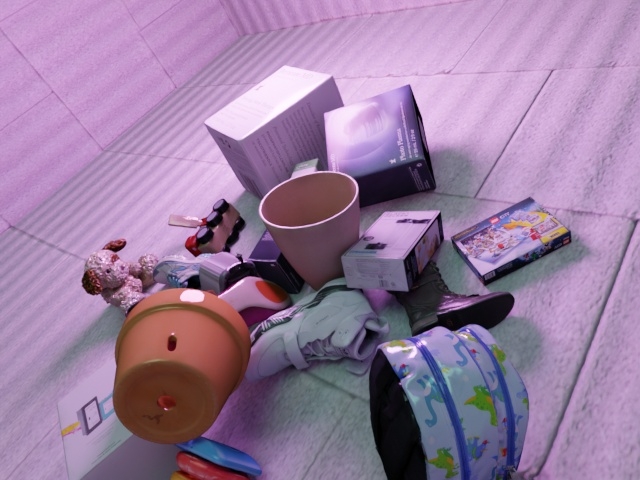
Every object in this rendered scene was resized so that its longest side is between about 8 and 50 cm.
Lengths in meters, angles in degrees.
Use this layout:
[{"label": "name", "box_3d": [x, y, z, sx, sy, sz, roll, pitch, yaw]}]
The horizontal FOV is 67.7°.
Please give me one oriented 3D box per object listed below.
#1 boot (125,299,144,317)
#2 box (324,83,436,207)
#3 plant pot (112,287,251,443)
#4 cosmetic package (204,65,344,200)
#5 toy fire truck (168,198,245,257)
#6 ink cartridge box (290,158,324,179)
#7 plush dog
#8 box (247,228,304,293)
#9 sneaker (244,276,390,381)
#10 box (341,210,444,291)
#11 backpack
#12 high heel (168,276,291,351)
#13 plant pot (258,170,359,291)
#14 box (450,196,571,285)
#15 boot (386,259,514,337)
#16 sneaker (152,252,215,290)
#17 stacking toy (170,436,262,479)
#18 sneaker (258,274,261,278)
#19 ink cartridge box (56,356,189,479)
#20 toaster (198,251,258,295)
[{"label": "boot", "box_3d": [-0.478, 0.257, 1.341, 0.338, 0.223, 0.118, -21, 40, 11]}, {"label": "box", "box_3d": [0.181, -0.285, 1.503, 0.294, 0.183, 0.296, -15, 60, 19]}, {"label": "plant pot", "box_3d": [-0.296, 0.273, 0.993, 0.291, 0.291, 0.203, -25, 21, 5]}, {"label": "cosmetic package", "box_3d": [-0.134, -0.374, 1.737, 0.393, 0.327, 0.329, -40, 40, -14]}, {"label": "toy fire truck", "box_3d": [-0.431, -0.032, 1.705, 0.246, 0.158, 0.217, -15, 40, 35]}, {"label": "ink cartridge box", "box_3d": [-0.036, -0.136, 1.554, 0.093, 0.154, 0.212, -10, 43, 22]}, {"label": "plush dog", "box_3d": [-0.698, 0.124, 1.617, 0.210, 0.225, 0.262, -13, 42, 19]}, {"label": "box", "box_3d": [-0.096, 0.030, 1.412, 0.108, 0.153, 0.207, 2, 48, 33]}, {"label": "sneaker", "box_3d": [-0.013, 0.246, 1.136, 0.366, 0.137, 0.210, -34, 36, -11]}, {"label": "box", "box_3d": [0.192, 0.017, 1.223, 0.169, 0.087, 0.290, 1, 25, 33]}, {"label": "backpack", "box_3d": [0.192, 0.297, 0.785, 0.273, 0.355, 0.290, -23, 38, 6]}, {"label": "high heel", "box_3d": [-0.234, 0.198, 1.245, 0.181, 0.377, 0.127, -51, 61, 22]}, {"label": "plant pot", "box_3d": [0.000, 0.000, 1.269, 0.256, 0.274, 0.256, -11, 35, 8]}, {"label": "box", "box_3d": [0.468, -0.002, 1.188, 0.233, 0.044, 0.159, -27, 39, 3]}, {"label": "boot", "box_3d": [0.292, 0.119, 1.134, 0.263, 0.091, 0.229, -19, 34, 5]}, {"label": "sneaker", "box_3d": [-0.448, 0.118, 1.569, 0.283, 0.110, 0.122, -9, 46, 23]}, {"label": "stacking toy", "box_3d": [-0.259, 0.561, 0.956, 0.175, 0.166, 0.302, 3, 60, 35]}, {"label": "sneaker", "box_3d": [-0.254, 0.117, 1.478, 0.188, 0.071, 0.066, -36, 39, -8]}, {"label": "ink cartridge box", "box_3d": [-0.466, 0.453, 1.142, 0.197, 0.198, 0.270, -40, 39, -11]}, {"label": "toaster", "box_3d": [-0.259, 0.127, 1.355, 0.129, 0.227, 0.146, -28, 32, -37]}]
